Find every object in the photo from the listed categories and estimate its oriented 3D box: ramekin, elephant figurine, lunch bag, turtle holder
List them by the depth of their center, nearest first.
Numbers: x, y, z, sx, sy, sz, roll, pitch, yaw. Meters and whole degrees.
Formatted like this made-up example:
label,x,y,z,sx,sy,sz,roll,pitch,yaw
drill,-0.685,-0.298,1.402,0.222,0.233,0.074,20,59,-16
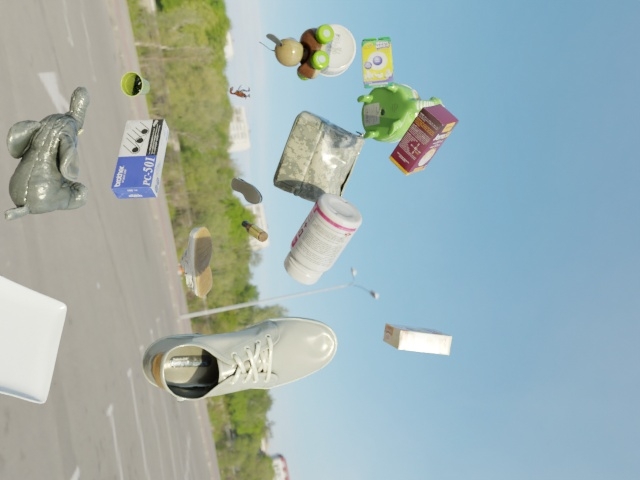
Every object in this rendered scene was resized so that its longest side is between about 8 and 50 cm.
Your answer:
label,x,y,z,sx,sy,sz,roll,pitch,yaw
elephant figurine,-0.561,-0.186,1.151,0.186,0.169,0.240,46,-56,40
lunch bag,-0.004,-0.282,1.995,0.212,0.255,0.305,-69,-179,-77
ramekin,0.046,-0.771,2.248,0.109,0.207,0.207,-138,-141,-73
turtle holder,0.325,-0.536,2.270,0.320,0.227,0.244,-41,-116,42

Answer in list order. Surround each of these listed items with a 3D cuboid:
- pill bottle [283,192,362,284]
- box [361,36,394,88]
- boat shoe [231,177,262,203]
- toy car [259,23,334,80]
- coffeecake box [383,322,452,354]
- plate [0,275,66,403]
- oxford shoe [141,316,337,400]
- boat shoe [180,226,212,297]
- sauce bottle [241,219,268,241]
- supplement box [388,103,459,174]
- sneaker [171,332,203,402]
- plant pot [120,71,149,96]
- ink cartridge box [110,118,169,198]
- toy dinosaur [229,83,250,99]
label,x,y,z,sx,sy,sz,roll,pitch,yaw
pill bottle,0.000,0.000,1.826,0.283,0.160,0.160,-57,-145,28
box,0.196,-0.618,1.915,0.043,0.105,0.179,53,34,-78
boat shoe,-0.293,-0.209,2.326,0.206,0.064,0.075,34,-66,40
toy car,-0.080,-0.563,1.623,0.155,0.188,0.149,-178,-82,-69
coffeecake box,0.325,0.333,1.889,0.142,0.185,0.068,-173,-88,-75
plate,-0.787,0.252,1.415,0.277,0.045,0.278,47,38,-56
oxford shoe,-0.165,0.270,1.253,0.130,0.448,0.169,-169,-102,-69
boat shoe,-0.423,0.067,1.854,0.096,0.098,0.277,23,-53,21
sauce bottle,-0.232,-0.036,1.951,0.128,0.042,0.042,36,-41,43
supplement box,0.293,-0.287,1.588,0.081,0.104,0.188,47,-50,18
sneaker,-0.507,0.443,2.098,0.131,0.112,0.319,59,15,-31
plant pot,-0.626,-0.531,1.910,0.079,0.083,0.083,-35,118,-75
ink cartridge box,-0.429,-0.198,1.336,0.046,0.097,0.207,82,7,-60
toy dinosaur,-0.290,-0.528,1.981,0.090,0.082,0.047,-64,153,-65
